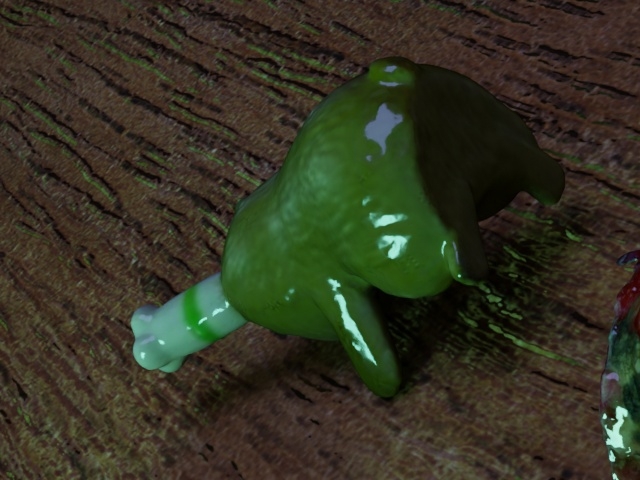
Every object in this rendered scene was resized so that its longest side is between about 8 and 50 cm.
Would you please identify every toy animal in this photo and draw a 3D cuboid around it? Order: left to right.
[{"bbox_3d":[0.018,0.009,1.465,0.363,0.180,0.181,-44,8,49],"label":"toy animal"}]

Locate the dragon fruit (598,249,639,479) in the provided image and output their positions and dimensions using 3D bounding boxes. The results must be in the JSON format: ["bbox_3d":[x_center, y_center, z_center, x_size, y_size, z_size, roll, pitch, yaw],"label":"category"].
[{"bbox_3d":[0.229,0.087,1.032,0.147,0.211,0.282,-16,8,28],"label":"dragon fruit"}]
